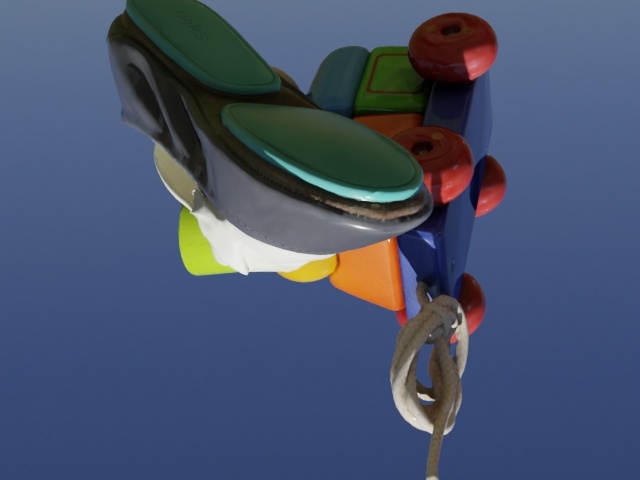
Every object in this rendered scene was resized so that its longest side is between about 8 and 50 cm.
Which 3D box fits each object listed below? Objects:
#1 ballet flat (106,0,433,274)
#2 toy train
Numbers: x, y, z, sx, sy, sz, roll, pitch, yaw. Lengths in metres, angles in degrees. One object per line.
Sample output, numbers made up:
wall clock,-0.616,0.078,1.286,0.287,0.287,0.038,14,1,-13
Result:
ballet flat,-0.026,-0.030,0.514,0.074,0.074,0.203,-13,-147,-26
toy train,0.000,0.000,0.619,0.143,0.105,0.248,2,-137,15
